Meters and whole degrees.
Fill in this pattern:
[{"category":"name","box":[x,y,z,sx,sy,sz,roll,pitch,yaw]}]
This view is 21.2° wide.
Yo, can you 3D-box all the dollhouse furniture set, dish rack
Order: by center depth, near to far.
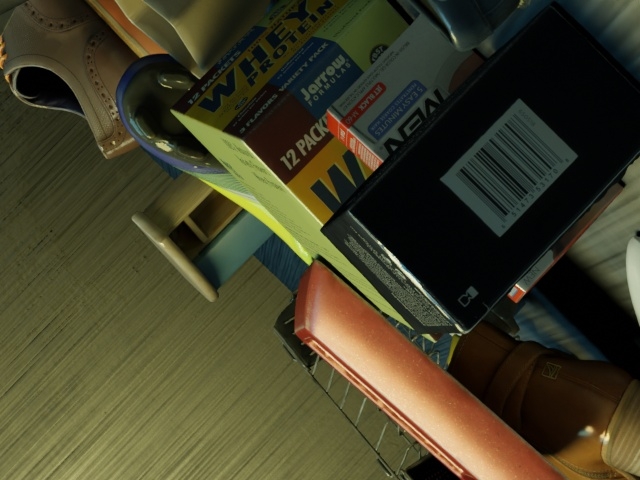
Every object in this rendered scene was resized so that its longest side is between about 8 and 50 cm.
[{"category":"dollhouse furniture set","box":[0.000,0.000,1.511,0.303,0.198,0.286,39,172,31]},{"category":"dish rack","box":[0.096,0.110,1.634,0.271,0.208,0.074,49,155,23]}]

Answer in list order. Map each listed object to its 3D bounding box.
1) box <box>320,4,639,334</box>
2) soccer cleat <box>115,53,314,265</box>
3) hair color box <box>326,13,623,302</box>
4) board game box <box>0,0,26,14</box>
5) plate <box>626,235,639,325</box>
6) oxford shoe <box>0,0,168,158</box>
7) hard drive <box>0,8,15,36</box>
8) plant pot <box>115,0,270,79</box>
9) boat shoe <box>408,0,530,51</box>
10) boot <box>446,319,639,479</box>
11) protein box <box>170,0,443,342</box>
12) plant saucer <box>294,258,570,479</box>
[{"category":"box","box":[0.089,-0.033,0.947,0.093,0.156,0.158,45,174,-1]},{"category":"soccer cleat","box":[-0.039,-0.060,1.404,0.289,0.093,0.121,34,-175,-15]},{"category":"hair color box","box":[0.094,-0.053,1.069,0.167,0.093,0.053,43,174,6]},{"category":"board game box","box":[-0.174,-0.252,1.185,0.060,0.194,0.194,56,156,21]},{"category":"plate","box":[0.314,0.138,1.153,0.278,0.045,0.277,41,173,27]},{"category":"oxford shoe","box":[-0.273,-0.216,1.637,0.364,0.133,0.130,40,169,29]},{"category":"hard drive","box":[-0.316,-0.327,1.256,0.064,0.237,0.339,-2,143,34]},{"category":"plant pot","box":[-0.097,-0.198,1.292,0.109,0.096,0.109,40,172,26]},{"category":"boat shoe","box":[0.004,-0.185,0.842,0.254,0.079,0.095,42,173,18]},{"category":"boot","box":[0.204,0.168,1.486,0.220,0.109,0.283,25,165,10]},{"category":"protein box","box":[0.029,-0.061,1.220,0.201,0.136,0.200,46,174,-20]},{"category":"plant saucer","box":[0.073,0.123,1.375,0.259,0.047,0.258,42,175,0]}]
